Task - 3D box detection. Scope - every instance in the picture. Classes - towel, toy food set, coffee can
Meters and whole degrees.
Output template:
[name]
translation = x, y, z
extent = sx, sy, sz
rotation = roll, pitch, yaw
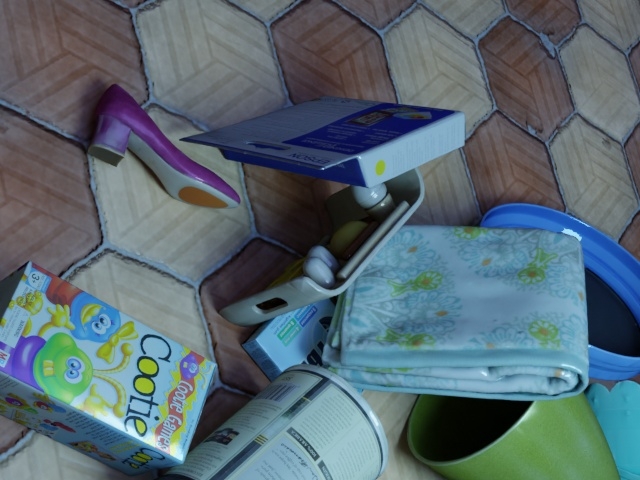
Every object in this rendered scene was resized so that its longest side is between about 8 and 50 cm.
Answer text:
[towel]
translation = 0.208, 0.093, 1.554
extent = 0.320, 0.375, 0.090
rotation = -76, 165, -48
[toy food set]
translation = 0.000, 0.000, 1.524
extent = 0.092, 0.220, 0.306
rotation = 53, 50, -11
[coffee can]
translation = -0.068, 0.319, 1.362
extent = 0.275, 0.201, 0.201
rotation = -36, 97, -40

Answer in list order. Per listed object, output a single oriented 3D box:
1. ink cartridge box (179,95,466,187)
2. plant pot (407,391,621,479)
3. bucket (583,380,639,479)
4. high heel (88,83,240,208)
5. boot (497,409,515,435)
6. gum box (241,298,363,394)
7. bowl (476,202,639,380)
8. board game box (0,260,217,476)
[ink cartridge box]
translation = 0.005, -0.143, 1.536
extent = 0.307, 0.304, 0.072
rotation = -27, 119, -39
[plant pot]
translation = 0.335, 0.329, 1.634
extent = 0.293, 0.275, 0.274
rotation = 46, 52, -20
[bucket]
translation = 0.568, 0.356, 1.808
extent = 0.281, 0.281, 0.183
rotation = 15, 69, -33
[high heel]
translation = -0.216, -0.133, 1.505
extent = 0.244, 0.082, 0.117
rotation = 22, 61, -20
[boot]
translation = 0.356, 0.357, 1.776
extent = 0.137, 0.077, 0.197
rotation = -3, 68, -29
[gum box]
translation = -0.009, 0.175, 1.568
extent = 0.184, 0.041, 0.157
rotation = 53, 49, -11
[bowl]
translation = 0.436, 0.088, 1.813
extent = 0.391, 0.077, 0.391
rotation = 19, 34, -13
[board game box]
translation = -0.294, 0.166, 1.283
extent = 0.275, 0.144, 0.142
rotation = 33, 55, -25
